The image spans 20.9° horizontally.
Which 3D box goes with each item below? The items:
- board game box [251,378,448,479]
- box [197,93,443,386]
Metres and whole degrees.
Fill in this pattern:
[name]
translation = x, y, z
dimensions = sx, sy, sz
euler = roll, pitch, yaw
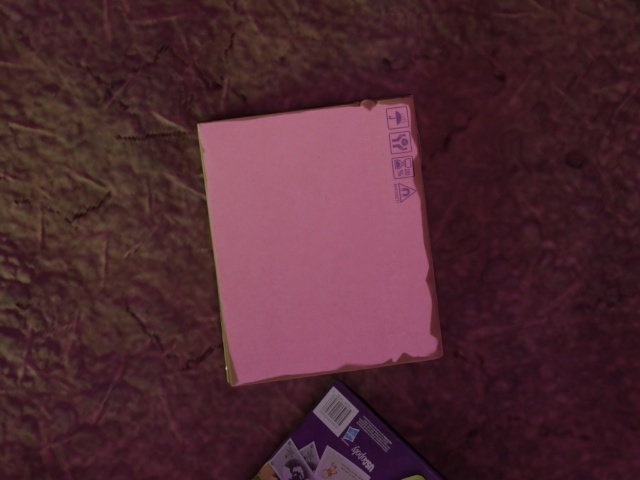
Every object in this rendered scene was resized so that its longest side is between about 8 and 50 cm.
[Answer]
[board game box]
translation = 0.046, 0.267, 1.187
dimensions = 0.208, 0.347, 0.056
euler = -47, 133, -1
[box]
translation = 0.000, 0.000, 1.297
dimensions = 0.164, 0.021, 0.201
euler = -7, 97, -4
